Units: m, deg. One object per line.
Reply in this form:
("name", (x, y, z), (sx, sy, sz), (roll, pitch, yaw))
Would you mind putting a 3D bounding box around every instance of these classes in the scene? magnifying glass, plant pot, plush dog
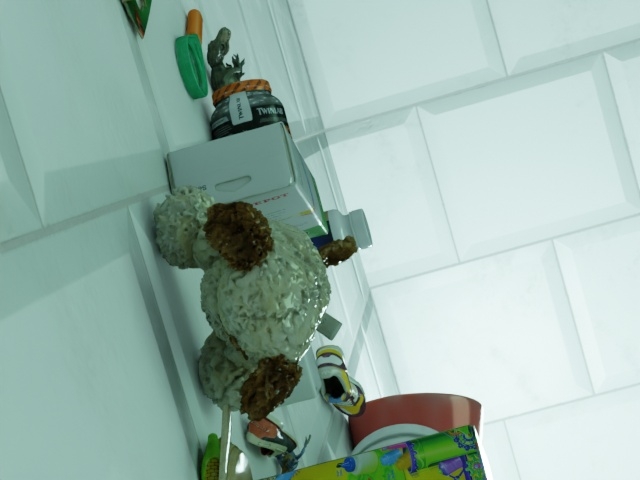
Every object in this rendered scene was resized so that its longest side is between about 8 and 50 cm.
("magnifying glass", (-0.191, -0.288, 1.913), (0.231, 0.026, 0.092), (-93, 165, -56))
("plant pot", (0.193, 0.450, 2.493), (0.275, 0.274, 0.243), (61, 24, -65))
("plush dog", (-0.056, 0.059, 1.352), (0.225, 0.210, 0.263), (-96, 170, -79))

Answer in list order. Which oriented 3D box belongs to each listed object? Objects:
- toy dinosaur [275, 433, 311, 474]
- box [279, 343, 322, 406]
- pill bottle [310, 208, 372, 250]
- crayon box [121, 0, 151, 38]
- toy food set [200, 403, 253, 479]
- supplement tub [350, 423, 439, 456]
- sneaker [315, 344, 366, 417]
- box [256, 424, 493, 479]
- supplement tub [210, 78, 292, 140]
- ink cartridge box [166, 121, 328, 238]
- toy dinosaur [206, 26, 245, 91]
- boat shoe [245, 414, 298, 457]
("toy dinosaur", (-0.049, 0.299, 1.739), (0.082, 0.047, 0.090), (83, 26, -74))
("box", (-0.054, 0.164, 1.702), (0.102, 0.087, 0.101), (-38, 113, -83))
("pill bottle", (0.000, 0.000, 2.195), (0.094, 0.169, 0.094), (-16, 90, -84))
("crayon box", (-0.239, -0.435, 1.589), (0.202, 0.081, 0.319), (-95, 168, -60))
("toy food set", (-0.097, 0.273, 1.345), (0.192, 0.038, 0.132), (75, 11, -46))
("supplement tub", (0.143, 0.461, 2.008), (0.331, 0.241, 0.241), (-91, 165, -67))
("sneaker", (0.033, 0.277, 2.326), (0.084, 0.069, 0.185), (-85, 154, -48))
("box", (0.094, 0.411, 1.527), (0.177, 0.279, 0.290), (62, 14, -61))
("supplement tub", (-0.098, -0.140, 1.927), (0.117, 0.117, 0.190), (34, 41, -80))
("ink cartridge box", (-0.089, -0.057, 1.629), (0.212, 0.154, 0.093), (54, 22, -72))
("toy dinosaur", (-0.134, -0.233, 2.098), (0.118, 0.064, 0.268), (-61, 141, -55))
("boat shoe", (-0.064, 0.253, 1.621), (0.043, 0.049, 0.137), (-59, 160, -14))
